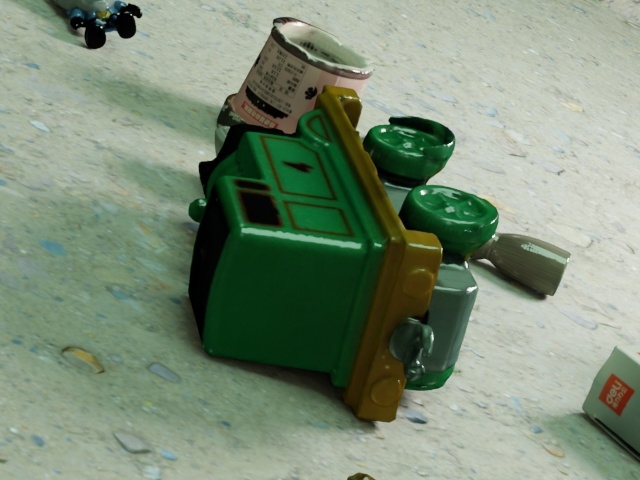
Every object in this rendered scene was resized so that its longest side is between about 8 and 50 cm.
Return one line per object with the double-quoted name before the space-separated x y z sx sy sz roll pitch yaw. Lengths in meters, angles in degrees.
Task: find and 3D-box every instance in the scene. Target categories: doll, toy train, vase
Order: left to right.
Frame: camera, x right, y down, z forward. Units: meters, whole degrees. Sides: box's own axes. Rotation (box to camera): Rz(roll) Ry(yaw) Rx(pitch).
"doll" -0.266 -0.283 2.199 0.096 0.070 0.195 -15 37 -14
"toy train" 0.000 0.000 1.668 0.249 0.178 0.429 7 25 -16
"vase" 0.214 0.018 2.033 0.100 0.053 0.053 22 19 6

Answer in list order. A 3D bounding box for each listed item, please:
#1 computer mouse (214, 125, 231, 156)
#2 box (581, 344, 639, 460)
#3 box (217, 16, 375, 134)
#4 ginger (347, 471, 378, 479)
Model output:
"computer mouse" -0.038 -0.054 1.906 0.181 0.056 0.089 25 20 -28
"box" 0.382 0.165 1.823 0.269 0.079 0.135 2 29 -48
"box" -0.021 -0.160 2.078 0.151 0.135 0.151 21 21 -8
"ginger" 0.030 0.209 1.298 0.162 0.073 0.103 28 19 10
